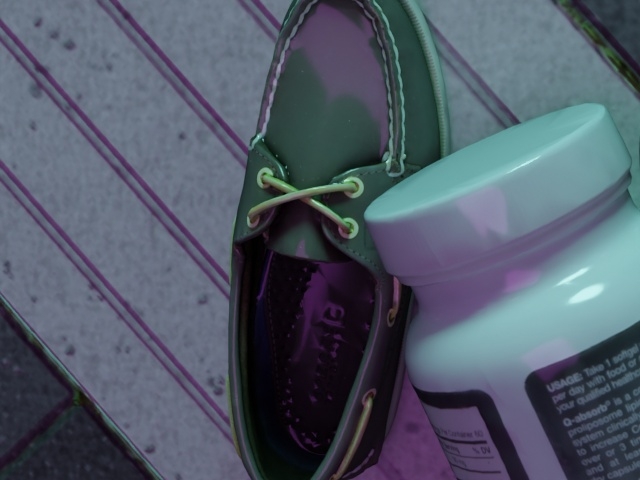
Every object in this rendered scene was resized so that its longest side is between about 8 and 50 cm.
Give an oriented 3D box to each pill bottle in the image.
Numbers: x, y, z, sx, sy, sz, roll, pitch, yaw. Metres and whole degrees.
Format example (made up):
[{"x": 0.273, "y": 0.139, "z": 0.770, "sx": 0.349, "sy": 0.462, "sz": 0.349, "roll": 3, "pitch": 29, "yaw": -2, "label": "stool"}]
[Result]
[{"x": 0.138, "y": 0.083, "z": 0.733, "sx": 0.162, "sy": 0.162, "sz": 0.278, "roll": -21, "pitch": 100, "yaw": 24, "label": "pill bottle"}]

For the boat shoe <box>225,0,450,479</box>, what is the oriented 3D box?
[{"x": 0.004, "y": 0.001, "z": 0.800, "sx": 0.109, "sy": 0.091, "sz": 0.305, "roll": 10, "pitch": 109, "yaw": 17, "label": "boat shoe"}]
